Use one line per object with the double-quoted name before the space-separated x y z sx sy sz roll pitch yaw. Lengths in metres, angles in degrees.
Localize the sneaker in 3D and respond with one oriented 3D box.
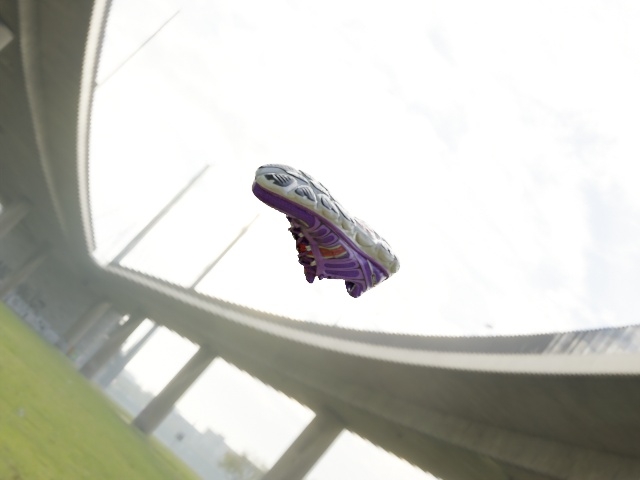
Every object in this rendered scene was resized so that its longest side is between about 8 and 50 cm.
"sneaker" 0.000 0.000 0.771 0.170 0.071 0.068 40 9 -36
